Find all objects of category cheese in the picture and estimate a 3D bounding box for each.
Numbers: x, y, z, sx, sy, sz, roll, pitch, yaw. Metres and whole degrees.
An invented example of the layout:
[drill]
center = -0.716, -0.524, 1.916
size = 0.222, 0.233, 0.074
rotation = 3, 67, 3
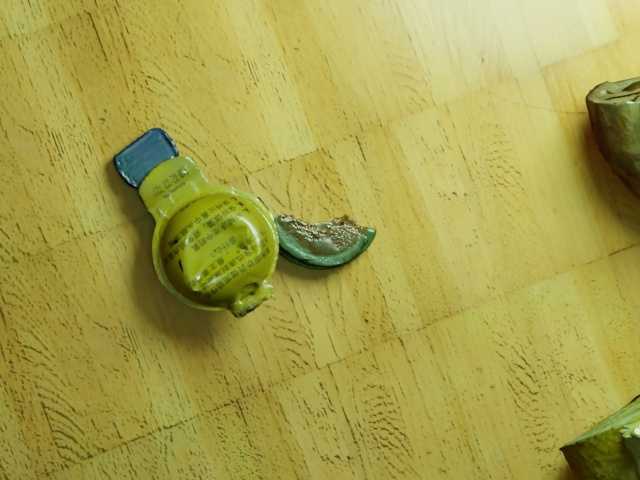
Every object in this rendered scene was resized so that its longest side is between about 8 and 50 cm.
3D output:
[cheese]
center = -0.146, -0.022, 1.913
size = 0.156, 0.064, 0.250
rotation = -35, 85, -8

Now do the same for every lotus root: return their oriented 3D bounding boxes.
[lotus root]
center = 0.430, -0.110, 1.941
size = 0.199, 0.188, 0.180
rotation = -9, 105, -10

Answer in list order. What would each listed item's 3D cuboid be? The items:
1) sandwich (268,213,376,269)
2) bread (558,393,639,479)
[sandwich]
center = 0.002, 0.002, 1.950
size = 0.135, 0.029, 0.067
rotation = 0, 91, -9
[bread]
center = 0.425, 0.240, 1.936
size = 0.257, 0.186, 0.124
rotation = -28, 90, -15
